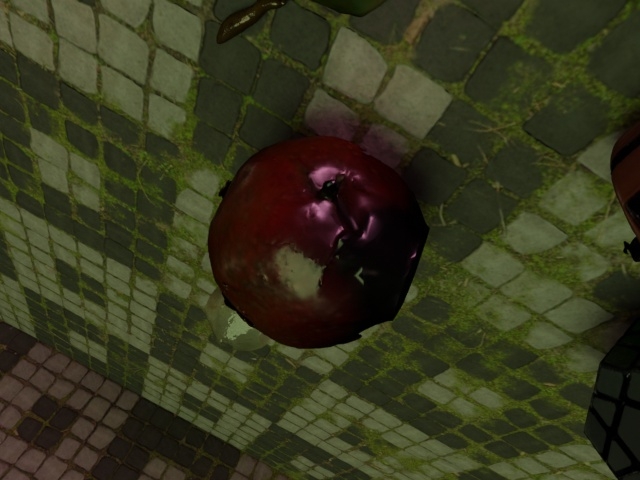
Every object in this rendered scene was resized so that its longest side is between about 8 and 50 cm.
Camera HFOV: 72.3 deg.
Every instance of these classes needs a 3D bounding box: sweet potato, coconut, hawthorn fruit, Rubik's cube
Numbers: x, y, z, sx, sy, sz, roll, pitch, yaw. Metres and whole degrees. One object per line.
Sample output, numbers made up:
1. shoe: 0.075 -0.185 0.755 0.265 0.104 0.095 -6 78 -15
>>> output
1. sweet potato: -0.092 -0.281 0.550 0.115 0.026 0.026 -16 123 32
2. coconut: -0.157 0.152 0.917 0.160 0.162 0.161 15 138 14
3. hawthorn fruit: 0.000 0.009 0.604 0.315 0.316 0.316 15 137 14
4. Rubik's cube: 0.524 0.243 0.568 0.318 0.264 0.319 16 139 14

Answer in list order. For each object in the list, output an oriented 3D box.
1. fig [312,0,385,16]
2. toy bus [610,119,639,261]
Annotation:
1. fig: -0.013 -0.307 0.326 0.239 0.240 0.271 -1 134 28
2. toy bus: 0.495 0.018 0.386 0.426 0.233 0.203 31 139 -5
